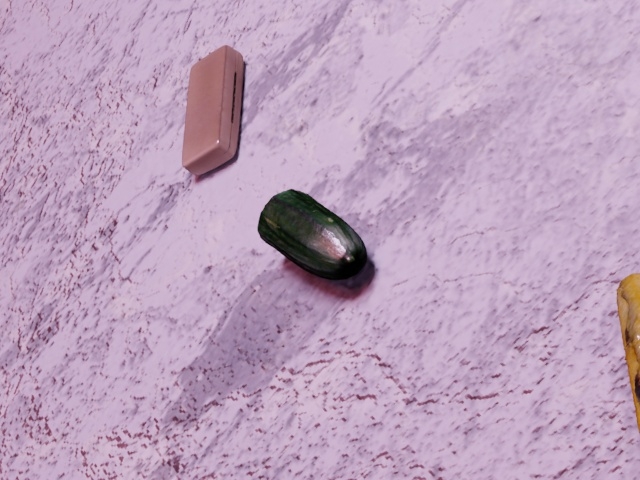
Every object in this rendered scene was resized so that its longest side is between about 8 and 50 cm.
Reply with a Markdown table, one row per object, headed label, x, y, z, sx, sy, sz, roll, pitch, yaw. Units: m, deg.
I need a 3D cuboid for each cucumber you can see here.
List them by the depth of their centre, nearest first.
| label | x | y | z | sx | sy | sz | roll | pitch | yaw |
| --- | --- | --- | --- | --- | --- | --- | --- | --- | --- |
| cucumber | 0.000 | 0.000 | 1.404 | 0.048 | 0.048 | 0.105 | -53 | 40 | -3 |

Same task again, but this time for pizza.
| label | x | y | z | sx | sy | sz | roll | pitch | yaw |
| --- | --- | --- | --- | --- | --- | --- | --- | --- | --- |
| pizza | 0.193 | 0.091 | 1.084 | 0.036 | 0.099 | 0.160 | -15 | 42 | 13 |

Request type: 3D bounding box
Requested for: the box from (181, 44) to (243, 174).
| label | x | y | z | sx | sy | sz | roll | pitch | yaw |
| --- | --- | --- | --- | --- | --- | --- | --- | --- | --- |
| box | -0.087 | -0.106 | 1.603 | 0.048 | 0.025 | 0.115 | -31 | 40 | 33 |
